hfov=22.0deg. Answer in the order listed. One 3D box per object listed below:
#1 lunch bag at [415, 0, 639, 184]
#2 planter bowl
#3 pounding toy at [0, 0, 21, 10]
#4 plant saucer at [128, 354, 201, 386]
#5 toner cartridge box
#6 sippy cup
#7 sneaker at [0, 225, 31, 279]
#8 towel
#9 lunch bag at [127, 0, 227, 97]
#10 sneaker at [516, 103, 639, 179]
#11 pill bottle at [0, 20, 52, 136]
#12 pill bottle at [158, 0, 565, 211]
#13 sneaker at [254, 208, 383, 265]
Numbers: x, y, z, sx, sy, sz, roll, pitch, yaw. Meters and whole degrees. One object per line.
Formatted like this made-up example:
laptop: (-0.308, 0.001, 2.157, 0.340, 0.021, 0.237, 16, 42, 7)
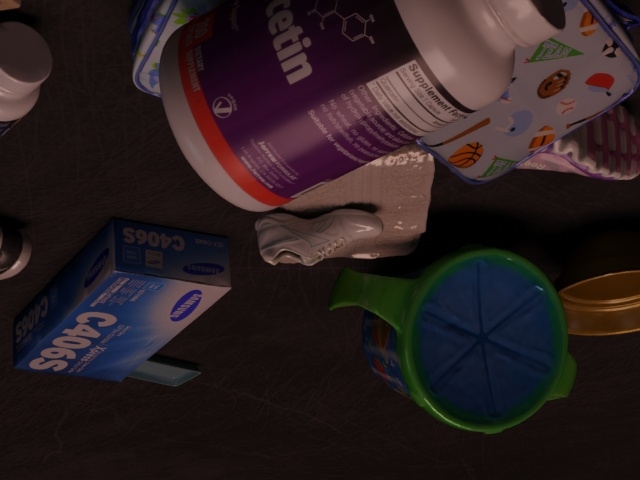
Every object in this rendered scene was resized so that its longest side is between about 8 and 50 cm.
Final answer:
lunch bag: (0.176, -0.188, 1.599, 0.243, 0.115, 0.303, -35, 147, 15)
planter bowl: (0.392, 0.045, 2.185, 0.217, 0.090, 0.217, -5, 155, -2)
pounding toy: (-0.358, -0.248, 1.440, 0.206, 0.094, 0.181, -3, 162, 27)
plant saucer: (-0.272, 0.184, 2.446, 0.192, 0.018, 0.067, 18, 147, -38)
toner cartridge box: (-0.268, 0.087, 2.173, 0.165, 0.075, 0.348, 9, 151, -29)
sippy cup: (0.168, 0.124, 2.144, 0.240, 0.305, 0.224, -34, -169, -18)
sneaker: (-0.471, 0.024, 2.016, 0.217, 0.079, 0.121, -28, 144, 26)
towel: (0.035, -0.044, 1.982, 0.187, 0.049, 0.282, -4, 155, -3)
lunch bag: (-0.084, -0.212, 1.555, 0.176, 0.090, 0.219, 4, 153, -20)
sneaker: (0.247, -0.114, 1.834, 0.236, 0.095, 0.104, 12, 157, -21)
pill bottle: (-0.337, -0.149, 1.639, 0.094, 0.094, 0.169, 14, 149, -35)
pill bottle: (0.035, -0.162, 1.394, 0.323, 0.181, 0.181, -26, 149, 23)
sneaker: (0.000, 0.000, 1.947, 0.152, 0.061, 0.053, -5, 152, 0)
